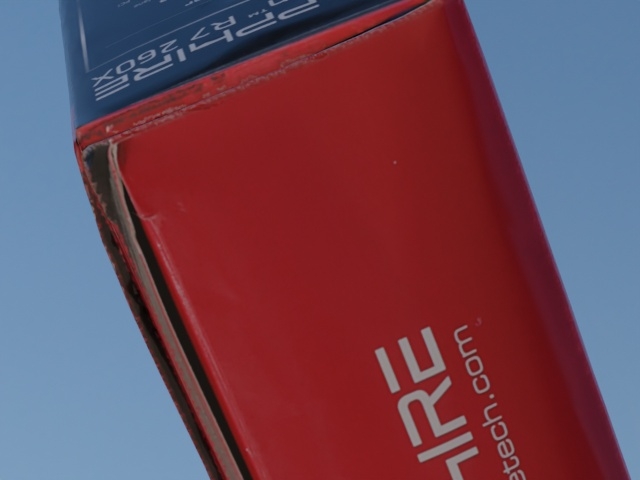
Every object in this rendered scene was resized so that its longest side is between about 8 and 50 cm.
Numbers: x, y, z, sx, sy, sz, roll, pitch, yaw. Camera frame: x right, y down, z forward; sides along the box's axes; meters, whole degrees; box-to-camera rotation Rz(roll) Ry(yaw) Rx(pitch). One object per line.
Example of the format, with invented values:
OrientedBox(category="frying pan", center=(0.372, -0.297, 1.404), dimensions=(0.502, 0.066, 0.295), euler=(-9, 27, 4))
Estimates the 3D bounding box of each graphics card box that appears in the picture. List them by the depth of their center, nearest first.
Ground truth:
OrientedBox(category="graphics card box", center=(0.000, 0.000, 0.561), dimensions=(0.371, 0.094, 0.232), euler=(-117, -176, -68))
